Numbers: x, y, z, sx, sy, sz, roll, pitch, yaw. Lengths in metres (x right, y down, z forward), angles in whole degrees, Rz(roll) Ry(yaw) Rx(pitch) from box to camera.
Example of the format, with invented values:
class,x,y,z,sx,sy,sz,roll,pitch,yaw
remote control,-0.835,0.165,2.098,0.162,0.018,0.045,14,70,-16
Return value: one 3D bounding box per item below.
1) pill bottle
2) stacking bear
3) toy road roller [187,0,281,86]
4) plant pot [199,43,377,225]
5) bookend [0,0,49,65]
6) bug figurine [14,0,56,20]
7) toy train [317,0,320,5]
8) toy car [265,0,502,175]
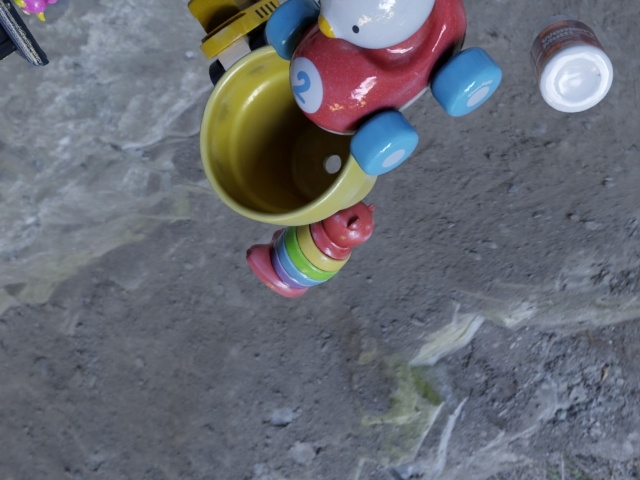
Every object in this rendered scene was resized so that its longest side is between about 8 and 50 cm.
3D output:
class,x,y,z,sx,sy,sz,roll,pitch,yaw
pill bottle,0.445,-0.328,1.231,0.121,0.221,0.121,5,125,7
stacking bear,0.000,0.000,1.517,0.289,0.175,0.164,-36,89,40
toy road roller,-0.167,-0.528,1.650,0.202,0.329,0.240,-21,110,36
plant pot,-0.018,-0.141,1.043,0.254,0.239,0.254,-3,83,22
bookend,-0.287,-0.141,0.421,0.157,0.156,0.072,-42,54,-18
bug figurine,-0.390,-0.308,0.767,0.216,0.072,0.279,-35,82,-19
toy train,0.044,-0.483,1.472,0.158,0.036,0.027,37,124,30
toy car,0.043,-0.223,0.681,0.210,0.238,0.219,-36,72,6
